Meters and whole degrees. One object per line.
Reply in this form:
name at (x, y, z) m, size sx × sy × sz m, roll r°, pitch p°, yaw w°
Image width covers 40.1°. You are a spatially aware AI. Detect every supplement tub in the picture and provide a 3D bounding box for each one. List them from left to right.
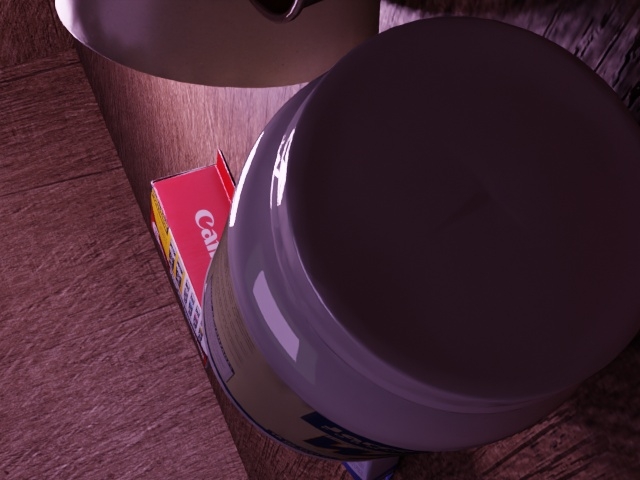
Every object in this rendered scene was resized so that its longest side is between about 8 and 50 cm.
supplement tub at (0.048, 0.022, 0.577) m, size 0.325 × 0.235 × 0.235 m, roll 126°, pitch 123°, yaw -71°

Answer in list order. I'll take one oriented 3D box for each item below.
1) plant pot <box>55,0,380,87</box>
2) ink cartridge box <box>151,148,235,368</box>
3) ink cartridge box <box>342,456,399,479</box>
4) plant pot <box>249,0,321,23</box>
plant pot at (-0.062, -0.290, 0.618) m, size 0.256 × 0.256 × 0.274 m, roll 56°, pitch 148°, yaw 40°
ink cartridge box at (-0.193, 0.036, 1.561) m, size 0.272 × 0.130 × 0.309 m, roll 113°, pitch 135°, yaw -65°
ink cartridge box at (0.026, 0.195, 1.084) m, size 0.186 × 0.065 × 0.311 m, roll 50°, pitch 163°, yaw 25°
plant pot at (0.032, -0.223, 0.479) m, size 0.167 × 0.165 × 0.167 m, roll 160°, pitch 90°, yaw -74°
